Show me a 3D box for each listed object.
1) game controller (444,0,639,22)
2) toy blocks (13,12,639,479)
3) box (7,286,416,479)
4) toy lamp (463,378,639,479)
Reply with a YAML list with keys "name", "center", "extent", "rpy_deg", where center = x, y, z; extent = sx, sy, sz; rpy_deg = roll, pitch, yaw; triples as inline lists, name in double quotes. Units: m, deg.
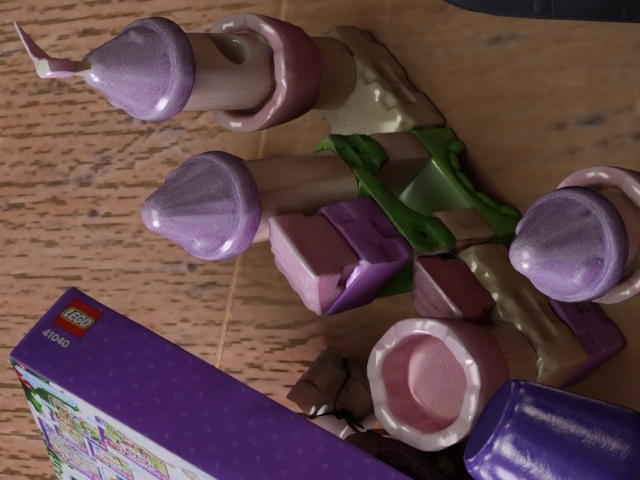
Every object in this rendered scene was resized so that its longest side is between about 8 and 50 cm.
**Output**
- name: "game controller"
  center: [0.188, -0.162, 0.761]
  extent: [0.319, 0.067, 0.166]
  rpy_deg: [4, 132, 10]
- name: "toy blocks"
  center: [0.000, 0.000, 0.919]
  extent: [0.288, 0.260, 0.309]
  rpy_deg: [53, 124, 20]
- name: "box"
  center: [-0.019, 0.160, 0.922]
  extent: [0.293, 0.057, 0.201]
  rpy_deg: [27, 149, 23]
- name: "toy lamp"
  center: [0.194, 0.151, 0.816]
  extent: [0.274, 0.080, 0.080]
  rpy_deg: [32, 120, -4]
